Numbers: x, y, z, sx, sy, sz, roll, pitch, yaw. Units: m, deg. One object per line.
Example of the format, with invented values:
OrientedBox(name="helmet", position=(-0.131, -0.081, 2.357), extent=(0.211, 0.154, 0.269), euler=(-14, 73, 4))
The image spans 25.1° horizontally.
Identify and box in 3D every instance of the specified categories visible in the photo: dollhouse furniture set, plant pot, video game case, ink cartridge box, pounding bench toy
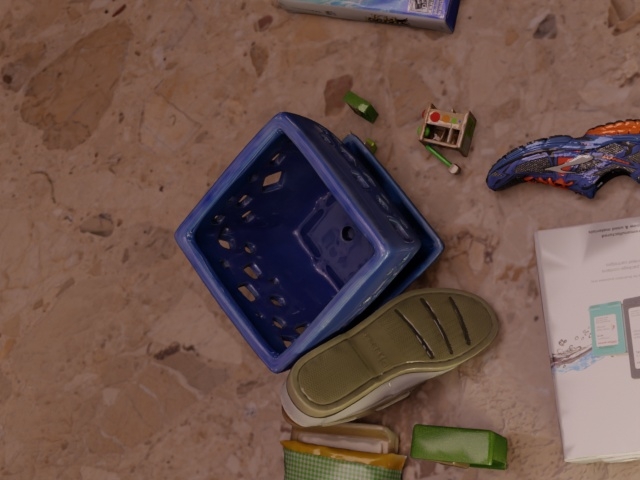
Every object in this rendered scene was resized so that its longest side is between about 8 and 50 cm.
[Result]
OrientedBox(name="dollhouse furniture set", position=(0.071, 0.325, 1.776), extent=(0.302, 0.151, 0.197), euler=(2, 81, 17))
OrientedBox(name="plant pot", position=(0.000, 0.000, 1.806), extent=(0.236, 0.212, 0.236), euler=(-47, 69, 25))
OrientedBox(name="video game case", position=(0.086, -0.433, 1.959), extent=(0.244, 0.061, 0.269), euler=(10, 83, 19))
OrientedBox(name="ink cartridge box", position=(0.376, 0.122, 1.698), extent=(0.197, 0.198, 0.270), euler=(-8, 79, 14))
OrientedBox(name="pounding bench toy", position=(0.160, -0.132, 1.886), extent=(0.065, 0.052, 0.083), euler=(13, 84, 19))
OrientedBox(name="dollhouse furniture set", position=(0.021, -0.120, 1.922), extent=(0.076, 0.058, 0.151), euler=(35, 91, 20))

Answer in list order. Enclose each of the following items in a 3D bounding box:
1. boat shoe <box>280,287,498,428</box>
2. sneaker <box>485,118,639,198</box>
OrientedBox(name="boat shoe", position=(0.080, 0.147, 1.796), extent=(0.302, 0.103, 0.113), euler=(-19, 70, -25))
OrientedBox(name="sneaker", position=(0.318, -0.092, 1.820), extent=(0.221, 0.083, 0.087), euler=(-13, 85, 18))
